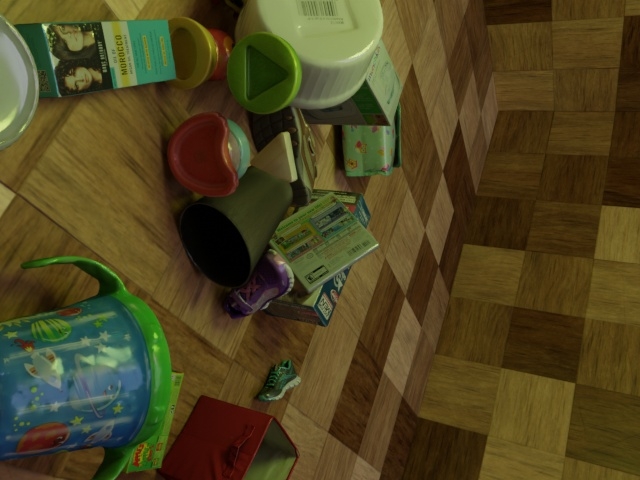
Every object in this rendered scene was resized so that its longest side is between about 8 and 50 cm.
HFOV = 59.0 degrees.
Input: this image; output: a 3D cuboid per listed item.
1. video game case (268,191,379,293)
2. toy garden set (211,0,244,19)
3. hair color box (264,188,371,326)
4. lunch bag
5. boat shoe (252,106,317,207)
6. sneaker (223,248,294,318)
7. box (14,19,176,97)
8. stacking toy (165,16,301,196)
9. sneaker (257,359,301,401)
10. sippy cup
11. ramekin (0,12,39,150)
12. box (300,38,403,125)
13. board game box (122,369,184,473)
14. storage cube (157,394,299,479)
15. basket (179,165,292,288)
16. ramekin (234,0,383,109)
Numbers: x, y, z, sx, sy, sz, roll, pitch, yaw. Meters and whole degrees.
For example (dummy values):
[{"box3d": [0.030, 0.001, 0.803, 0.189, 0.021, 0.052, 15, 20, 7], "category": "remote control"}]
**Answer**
[{"box3d": [0.000, 0.000, 1.361, 0.212, 0.193, 0.023, -32, 155, -17], "category": "video game case"}, {"box3d": [-0.114, -0.531, 1.189, 0.204, 0.049, 0.244, 25, 71, -43], "category": "toy garden set"}, {"box3d": [-0.013, 0.033, 1.441, 0.347, 0.174, 0.105, -67, 148, -29], "category": "hair color box"}, {"box3d": [0.161, -0.316, 1.712, 0.262, 0.160, 0.223, -39, 128, -68], "category": "lunch bag"}, {"box3d": [-0.074, -0.230, 1.335, 0.324, 0.123, 0.116, 83, 26, -43], "category": "boat shoe"}, {"box3d": [-0.142, 0.107, 1.214, 0.104, 0.236, 0.095, -29, 79, -38], "category": "sneaker"}, {"box3d": [-0.333, -0.286, 0.873, 0.244, 0.060, 0.100, -37, 128, -54], "category": "box"}, {"box3d": [-0.143, -0.239, 1.027, 0.130, 0.280, 0.309, -34, 127, -63], "category": "stacking toy"}, {"box3d": [-0.115, 0.362, 1.467, 0.166, 0.065, 0.076, -23, 100, -63], "category": "sneaker"}, {"box3d": [-0.366, 0.192, 0.779, 0.240, 0.305, 0.224, -46, 153, 27], "category": "sippy cup"}, {"box3d": [-0.434, -0.188, 0.655, 0.207, 0.109, 0.207, -25, 119, -58], "category": "ramekin"}, {"box3d": [0.030, -0.385, 1.326, 0.231, 0.262, 0.126, 43, 59, -58], "category": "box"}, {"box3d": [-0.323, 0.334, 1.063, 0.092, 0.043, 0.181, 29, 71, -60], "category": "board game box"}, {"box3d": [-0.187, 0.467, 1.195, 0.183, 0.193, 0.215, -62, 145, -35], "category": "storage cube"}, {"box3d": [-0.161, -0.049, 1.173, 0.227, 0.154, 0.204, -56, 144, -47], "category": "basket"}, {"box3d": [-0.017, -0.403, 1.066, 0.135, 0.277, 0.277, 134, -24, -68], "category": "ramekin"}]
